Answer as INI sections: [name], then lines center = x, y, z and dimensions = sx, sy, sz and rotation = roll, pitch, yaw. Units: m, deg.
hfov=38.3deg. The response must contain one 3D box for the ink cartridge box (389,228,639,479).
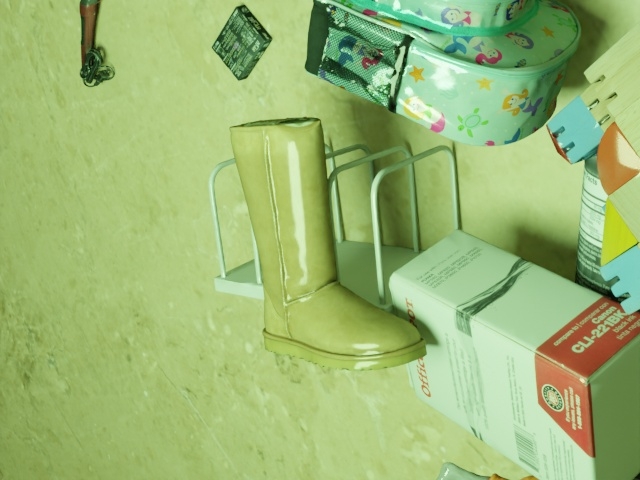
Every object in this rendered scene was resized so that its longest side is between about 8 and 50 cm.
[ink cartridge box]
center = 0.216, 0.132, 0.998
dimensions = 0.272, 0.114, 0.197
rotation = 28, 143, 45

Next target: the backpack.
[backpack]
center = 0.140, -0.216, 0.966
dimensions = 0.253, 0.225, 0.191
rotation = 34, 133, 19

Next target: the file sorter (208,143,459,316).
[file sorter]
center = 0.017, -0.028, 1.179
dimensions = 0.277, 0.192, 0.173
rotation = 7, 111, 38

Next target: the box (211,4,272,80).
[box]
center = -0.111, -0.276, 1.291
dimensions = 0.067, 0.018, 0.083
rotation = 51, 133, 10

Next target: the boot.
[boot]
center = 0.000, 0.000, 1.020
dimensions = 0.236, 0.089, 0.270
rotation = 2, 104, 39

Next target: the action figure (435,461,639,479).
[action figure]
center = 0.286, 0.284, 1.018
dimensions = 0.330, 0.341, 0.179
rotation = 8, 98, 38

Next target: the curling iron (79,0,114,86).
[curling iron]
center = -0.350, -0.366, 1.444
dimensions = 0.068, 0.035, 0.274
rotation = 27, 125, 24

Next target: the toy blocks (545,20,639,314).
[toy blocks]
center = 0.331, -0.039, 0.757
dimensions = 0.381, 0.190, 0.261
rotation = 60, 142, 13

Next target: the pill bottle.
[pill bottle]
center = 0.334, -0.032, 0.947
dimensions = 0.130, 0.130, 0.246
rotation = 16, 119, 35
